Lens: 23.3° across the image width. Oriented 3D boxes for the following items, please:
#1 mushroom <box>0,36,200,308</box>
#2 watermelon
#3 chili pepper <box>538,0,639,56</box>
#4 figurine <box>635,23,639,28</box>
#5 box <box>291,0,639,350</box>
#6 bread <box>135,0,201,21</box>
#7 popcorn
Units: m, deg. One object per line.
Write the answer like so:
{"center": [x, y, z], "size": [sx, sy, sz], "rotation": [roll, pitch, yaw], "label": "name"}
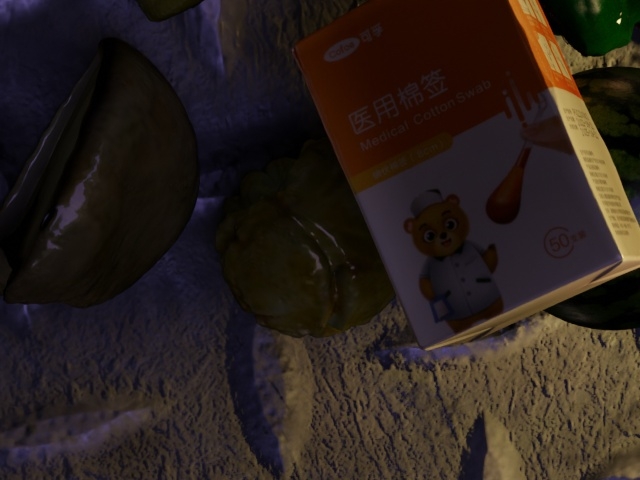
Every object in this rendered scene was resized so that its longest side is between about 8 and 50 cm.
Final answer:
{"center": [-0.222, -0.026, 1.566], "size": [0.292, 0.217, 0.212], "rotation": [-47, 117, 3], "label": "mushroom"}
{"center": [0.314, -0.044, 1.674], "size": [0.285, 0.285, 0.285], "rotation": [-5, 110, -14], "label": "watermelon"}
{"center": [0.257, -0.315, 1.618], "size": [0.174, 0.165, 0.261], "rotation": [-30, 137, 7], "label": "chili pepper"}
{"center": [0.430, -0.278, 1.720], "size": [0.098, 0.082, 0.154], "rotation": [35, 74, -22], "label": "figurine"}
{"center": [0.147, -0.091, 1.516], "size": [0.225, 0.143, 0.341], "rotation": [-26, 80, 21], "label": "box"}
{"center": [-0.144, -0.289, 1.562], "size": [0.129, 0.111, 0.114], "rotation": [-41, 106, -4], "label": "bread"}
{"center": [0.000, 0.000, 1.657], "size": [0.221, 0.183, 0.204], "rotation": [-32, 109, -10], "label": "popcorn"}
